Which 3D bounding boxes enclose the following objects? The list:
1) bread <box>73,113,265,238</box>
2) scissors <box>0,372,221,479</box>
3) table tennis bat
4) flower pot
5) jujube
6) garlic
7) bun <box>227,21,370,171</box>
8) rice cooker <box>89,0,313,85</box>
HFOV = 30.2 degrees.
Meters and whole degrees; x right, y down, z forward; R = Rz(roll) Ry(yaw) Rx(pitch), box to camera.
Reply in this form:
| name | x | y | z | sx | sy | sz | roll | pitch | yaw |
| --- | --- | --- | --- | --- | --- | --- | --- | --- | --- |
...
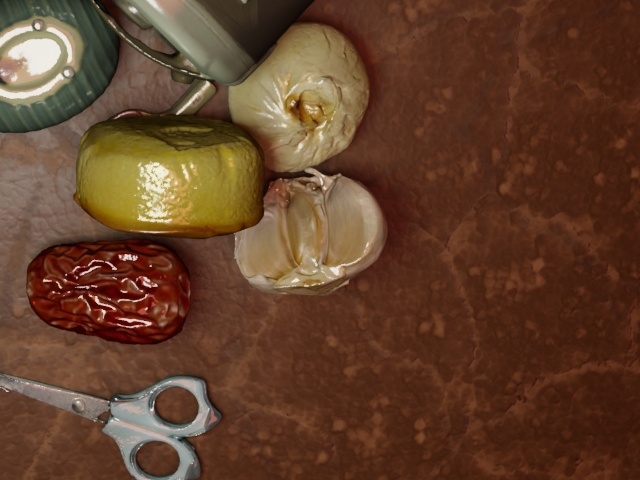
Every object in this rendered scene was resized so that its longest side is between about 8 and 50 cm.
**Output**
| name | x | y | z | sx | sy | sz | roll | pitch | yaw |
| --- | --- | --- | --- | --- | --- | --- | --- | --- | --- |
| bread | -0.203 | -0.083 | 1.590 | 0.270 | 0.270 | 0.148 | 0 | 106 | -11 |
| scissors | -0.332 | 0.255 | 1.772 | 0.360 | 0.029 | 0.191 | 20 | 99 | -14 |
| table tennis bat | -0.244 | -0.140 | 1.709 | 0.246 | 0.022 | 0.138 | -45 | 107 | 3 |
| flower pot | -0.388 | -0.244 | 1.587 | 0.243 | 0.157 | 0.189 | -28 | 104 | -5 |
| jujube | -0.297 | 0.071 | 1.678 | 0.230 | 0.155 | 0.155 | 1 | 102 | -2 |
| garlic | 0.000 | 0.000 | 1.725 | 0.229 | 0.143 | 0.178 | -16 | 65 | 25 |
| bun | -0.026 | -0.200 | 1.679 | 0.222 | 0.127 | 0.222 | -2 | 100 | -12 |
| rice cooker | -0.152 | -0.385 | 1.515 | 0.325 | 0.335 | 0.335 | -45 | 106 | 2 |
